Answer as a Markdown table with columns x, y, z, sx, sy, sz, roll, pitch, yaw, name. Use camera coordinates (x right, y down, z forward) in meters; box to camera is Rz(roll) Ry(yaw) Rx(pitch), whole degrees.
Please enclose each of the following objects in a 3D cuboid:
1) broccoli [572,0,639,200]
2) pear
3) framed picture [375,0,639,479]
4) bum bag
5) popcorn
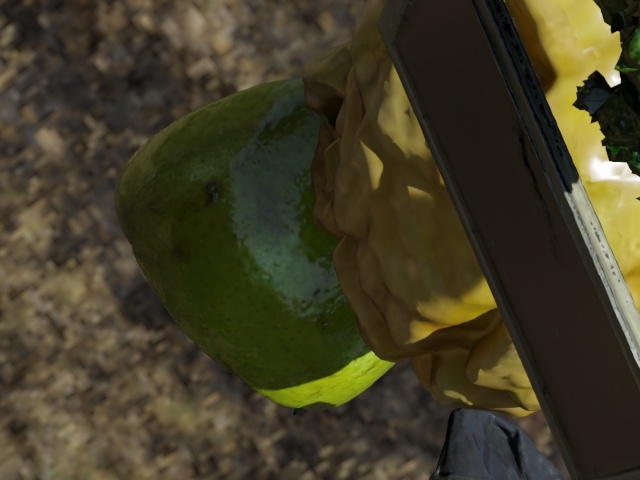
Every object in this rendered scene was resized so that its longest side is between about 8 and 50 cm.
| x | y | z | sx | sy | sz | roll | pitch | yaw | name |
| --- | --- | --- | --- | --- | --- | --- | --- | --- | --- |
| 0.148 | -0.150 | 0.705 | 0.283 | 0.304 | 0.321 | 19 | -2 | 14 | broccoli |
| -0.003 | -0.001 | 1.607 | 0.288 | 0.239 | 0.139 | 43 | 18 | -14 | pear |
| 0.094 | -0.009 | 0.909 | 0.216 | 0.016 | 0.273 | 116 | -48 | -80 | framed picture |
| 0.115 | 0.241 | 1.473 | 0.123 | 0.060 | 0.248 | 38 | 46 | -25 | bum bag |
| 0.173 | -0.066 | 1.319 | 0.344 | 0.390 | 0.354 | -2 | 62 | -24 | popcorn |
